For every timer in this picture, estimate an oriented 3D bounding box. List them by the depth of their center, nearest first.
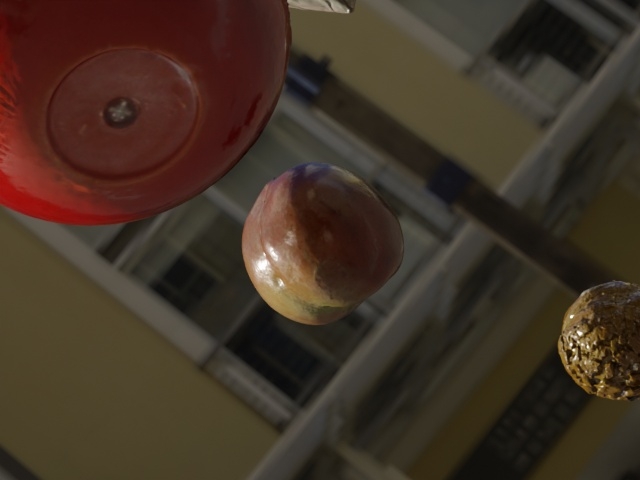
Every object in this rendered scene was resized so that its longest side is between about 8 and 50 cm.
[{"bbox_3d":[-0.216,-0.193,1.787,0.378,0.279,0.378,-11,-48,-12],"label":"timer"}]

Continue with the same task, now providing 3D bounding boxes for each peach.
[{"bbox_3d":[0.000,0.000,2.796,0.252,0.252,0.252,-49,-14,-16],"label":"peach"}]

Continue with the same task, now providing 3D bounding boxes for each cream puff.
[{"bbox_3d":[0.352,0.123,2.120,0.165,0.115,0.150,4,-41,-29],"label":"cream puff"}]

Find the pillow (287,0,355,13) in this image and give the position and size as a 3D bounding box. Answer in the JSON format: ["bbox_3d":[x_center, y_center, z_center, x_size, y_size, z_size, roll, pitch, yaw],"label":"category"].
[{"bbox_3d":[-0.073,-0.365,2.244,0.067,0.270,0.173,44,-126,-68],"label":"pillow"}]
